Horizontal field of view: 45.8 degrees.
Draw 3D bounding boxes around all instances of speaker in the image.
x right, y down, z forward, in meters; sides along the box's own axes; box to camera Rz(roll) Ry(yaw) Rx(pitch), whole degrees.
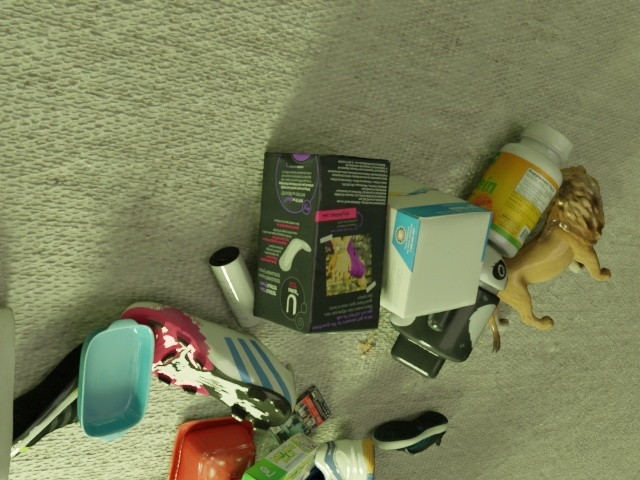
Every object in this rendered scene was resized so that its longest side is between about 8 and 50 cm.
[{"bbox_3d":[-0.135,0.077,1.242,0.055,0.055,0.136,-33,125,-19],"label":"speaker"}]

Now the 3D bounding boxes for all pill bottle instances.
[{"bbox_3d":[0.382,-0.102,1.476,0.136,0.136,0.246,35,87,-40],"label":"pill bottle"}]

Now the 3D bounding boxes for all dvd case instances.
[{"bbox_3d":[-0.040,0.343,1.452,0.119,0.013,0.087,-38,127,-17],"label":"dvd case"}]

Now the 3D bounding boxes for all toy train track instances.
[{"bbox_3d":[0.099,0.194,1.484,0.048,0.014,0.083,15,100,-39],"label":"toy train track"}]

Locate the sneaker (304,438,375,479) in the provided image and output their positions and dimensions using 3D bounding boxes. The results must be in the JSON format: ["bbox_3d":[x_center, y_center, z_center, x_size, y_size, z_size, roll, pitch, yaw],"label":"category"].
[{"bbox_3d":[0.029,0.503,1.528,0.130,0.112,0.297,4,121,-3],"label":"sneaker"}]

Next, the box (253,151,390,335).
[{"bbox_3d":[0.000,0.000,1.200,0.143,0.165,0.271,1,96,-35],"label":"box"}]

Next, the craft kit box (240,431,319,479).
[{"bbox_3d":[-0.113,0.485,1.345,0.247,0.060,0.250,-67,163,10],"label":"craft kit box"}]

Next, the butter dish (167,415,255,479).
[{"bbox_3d":[-0.171,0.399,1.315,0.159,0.118,0.160,2,109,-35],"label":"butter dish"}]

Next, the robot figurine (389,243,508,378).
[{"bbox_3d":[0.244,0.123,1.451,0.173,0.209,0.278,27,94,-27],"label":"robot figurine"}]

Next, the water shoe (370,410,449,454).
[{"bbox_3d":[0.193,0.427,1.613,0.203,0.073,0.080,-6,115,-33],"label":"water shoe"}]

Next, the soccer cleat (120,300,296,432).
[{"bbox_3d":[-0.177,0.185,1.239,0.331,0.143,0.116,38,119,-20],"label":"soccer cleat"}]

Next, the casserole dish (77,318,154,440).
[{"bbox_3d":[-0.303,0.199,1.107,0.114,0.037,0.189,-6,109,-47],"label":"casserole dish"}]

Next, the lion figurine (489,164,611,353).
[{"bbox_3d":[0.459,0.042,1.595,0.392,0.142,0.240,-43,121,-7],"label":"lion figurine"}]

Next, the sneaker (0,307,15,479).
[{"bbox_3d":[-0.492,0.233,0.983,0.169,0.108,0.293,4,73,-32],"label":"sneaker"}]

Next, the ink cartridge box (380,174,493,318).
[{"bbox_3d":[0.138,0.001,1.287,0.168,0.232,0.171,-7,113,-35],"label":"ink cartridge box"}]

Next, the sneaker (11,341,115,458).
[{"bbox_3d":[-0.382,0.255,1.126,0.234,0.084,0.097,-42,129,-13],"label":"sneaker"}]
